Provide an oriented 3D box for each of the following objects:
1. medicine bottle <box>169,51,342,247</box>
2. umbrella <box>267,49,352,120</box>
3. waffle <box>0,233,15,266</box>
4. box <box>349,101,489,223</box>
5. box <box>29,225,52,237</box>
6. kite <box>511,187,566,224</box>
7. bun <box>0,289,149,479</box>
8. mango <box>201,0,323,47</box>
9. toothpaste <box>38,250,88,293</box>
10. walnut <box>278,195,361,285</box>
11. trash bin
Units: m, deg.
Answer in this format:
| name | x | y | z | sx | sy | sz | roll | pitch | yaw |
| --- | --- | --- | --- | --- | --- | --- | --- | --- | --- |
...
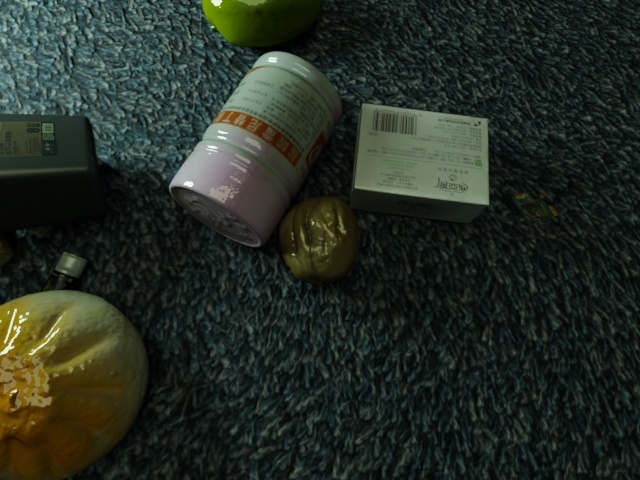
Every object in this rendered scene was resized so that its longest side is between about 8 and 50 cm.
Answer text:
| name | x | y | z | sx | sy | sz | roll | pitch | yaw |
| --- | --- | --- | --- | --- | --- | --- | --- | --- | --- |
| medicine bottle | -0.112 | -0.168 | 0.779 | 0.202 | 0.202 | 0.316 | 26 | 72 | 6 |
| umbrella | -0.033 | -0.353 | 0.930 | 0.269 | 0.044 | 0.044 | 42 | 47 | 12 |
| waffle | -0.685 | -0.020 | 0.685 | 0.057 | 0.274 | 0.168 | -43 | 77 | 19 |
| box | 0.195 | -0.154 | 0.835 | 0.260 | 0.111 | 0.195 | 9 | 72 | -2 |
| box | -0.544 | -0.054 | 0.815 | 0.054 | 0.024 | 0.083 | 33 | 72 | 6 |
| kite | 0.455 | -0.072 | 0.874 | 0.122 | 0.004 | 0.090 | 31 | 74 | 7 |
| bun | -0.428 | 0.225 | 0.638 | 0.298 | 0.165 | 0.299 | 1 | 81 | -4 |
| mango | -0.126 | -0.529 | 0.929 | 0.272 | 0.149 | 0.186 | -1 | 70 | -8 |
| toothpaste | -0.487 | 0.117 | 0.752 | 0.071 | 0.045 | 0.194 | 22 | 78 | 3 |
| walnut | 0.000 | 0.000 | 0.763 | 0.166 | 0.149 | 0.167 | -6 | 79 | 30 |
| trash bin | -0.547 | -0.119 | 0.723 | 0.290 | 0.182 | 0.210 | -9 | 53 | -26 |
